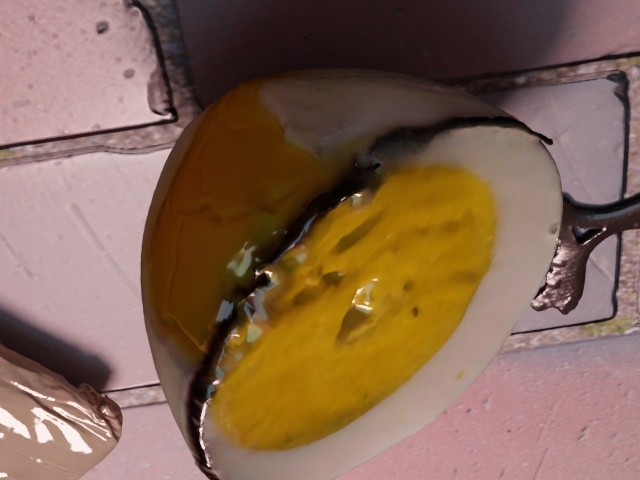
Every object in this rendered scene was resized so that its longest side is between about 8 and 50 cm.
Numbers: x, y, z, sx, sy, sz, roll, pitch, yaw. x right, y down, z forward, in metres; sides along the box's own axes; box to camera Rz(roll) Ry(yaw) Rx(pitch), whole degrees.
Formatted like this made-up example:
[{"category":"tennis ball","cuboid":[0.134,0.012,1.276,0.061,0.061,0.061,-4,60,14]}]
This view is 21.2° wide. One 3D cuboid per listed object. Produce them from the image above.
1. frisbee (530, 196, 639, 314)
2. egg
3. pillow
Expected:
[{"category":"frisbee","cuboid":[0.216,0.003,1.395,0.211,0.012,0.187,-2,141,-8]},{"category":"egg","cuboid":[0.000,0.000,1.208,0.337,0.201,0.337,-25,143,-20]},{"category":"pillow","cuboid":[-0.298,0.142,1.435,0.173,0.067,0.270,-35,132,27]}]
